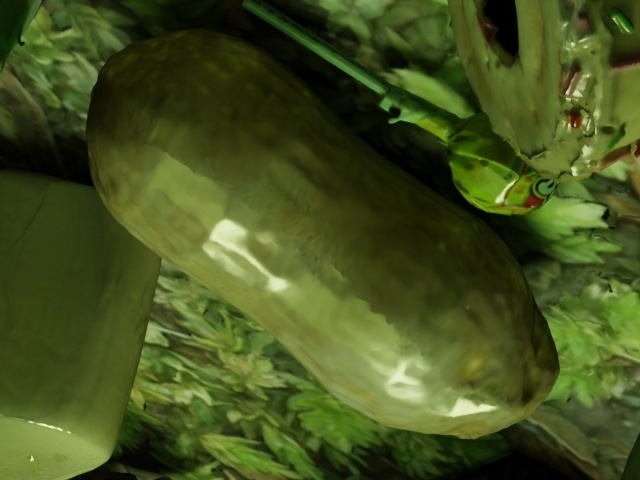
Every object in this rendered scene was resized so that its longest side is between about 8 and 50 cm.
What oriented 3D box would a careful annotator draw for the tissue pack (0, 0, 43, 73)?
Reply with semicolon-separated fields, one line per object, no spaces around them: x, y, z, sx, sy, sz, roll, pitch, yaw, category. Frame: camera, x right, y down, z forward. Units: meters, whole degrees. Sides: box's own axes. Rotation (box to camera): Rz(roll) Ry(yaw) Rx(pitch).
-0.159;-0.212;0.716;0.228;0.311;0.128;34;145;-15;tissue pack

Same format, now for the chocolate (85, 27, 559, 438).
0.000;0.000;1.070;0.309;0.134;0.134;37;144;-14;chocolate

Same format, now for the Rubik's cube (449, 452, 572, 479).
0.124;0.329;1.324;0.250;0.246;0.248;38;145;-19;Rubik's cube

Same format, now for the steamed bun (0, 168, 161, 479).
-0.221;0.068;1.232;0.250;0.200;0.155;-4;151;27;steamed bun

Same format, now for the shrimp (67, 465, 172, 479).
-0.285;0.191;1.538;0.446;0.110;0.221;5;133;33;shrimp

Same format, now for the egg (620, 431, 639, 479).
0.291;0.151;0.951;0.288;0.287;0.379;25;160;0;egg

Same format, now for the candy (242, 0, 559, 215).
0.041;-0.077;1.017;0.194;0.058;0.062;33;178;5;candy

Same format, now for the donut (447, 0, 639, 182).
0.104;-0.109;0.841;0.068;0.174;0.174;-14;146;-12;donut
